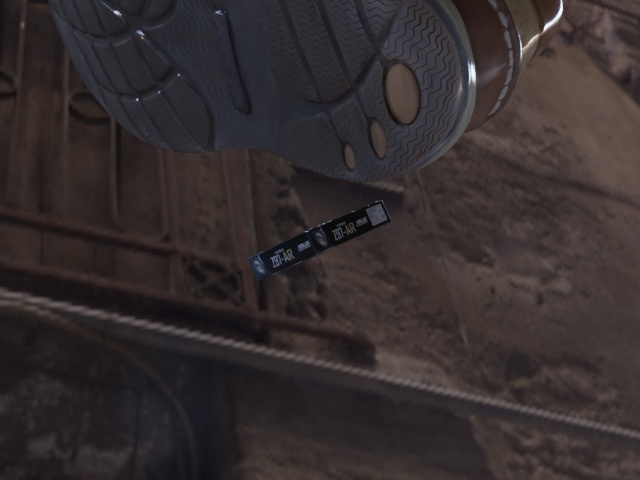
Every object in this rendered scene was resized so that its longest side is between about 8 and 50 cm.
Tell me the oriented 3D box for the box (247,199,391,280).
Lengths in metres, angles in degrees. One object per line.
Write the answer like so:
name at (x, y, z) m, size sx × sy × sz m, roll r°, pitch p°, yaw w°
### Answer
box at (0.000, 0.000, 0.908) m, size 0.083 × 0.018 × 0.067 m, roll -23°, pitch -1°, yaw -44°

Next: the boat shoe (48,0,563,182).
boat shoe at (-0.024, -0.108, 0.616) m, size 0.116 × 0.324 × 0.123 m, roll -28°, pitch -55°, yaw -32°
